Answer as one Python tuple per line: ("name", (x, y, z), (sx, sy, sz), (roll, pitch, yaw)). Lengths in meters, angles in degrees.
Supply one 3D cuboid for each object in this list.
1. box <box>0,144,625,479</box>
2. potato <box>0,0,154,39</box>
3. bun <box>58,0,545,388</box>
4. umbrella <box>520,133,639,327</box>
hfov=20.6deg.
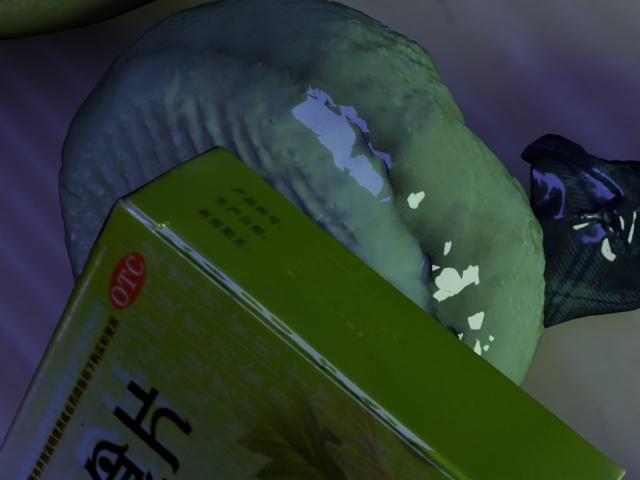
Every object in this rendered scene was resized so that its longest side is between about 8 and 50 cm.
("box", (-0.034, 0.119, 0.619), (0.175, 0.062, 0.260), (39, 127, 13))
("potato", (-0.139, -0.191, 0.665), (0.326, 0.221, 0.243), (9, 40, 11))
("bun", (0.000, 0.000, 0.658), (0.195, 0.118, 0.195), (15, 118, 32))
("umbrella", (0.189, -0.010, 0.669), (0.224, 0.080, 0.071), (1, 48, 7))
